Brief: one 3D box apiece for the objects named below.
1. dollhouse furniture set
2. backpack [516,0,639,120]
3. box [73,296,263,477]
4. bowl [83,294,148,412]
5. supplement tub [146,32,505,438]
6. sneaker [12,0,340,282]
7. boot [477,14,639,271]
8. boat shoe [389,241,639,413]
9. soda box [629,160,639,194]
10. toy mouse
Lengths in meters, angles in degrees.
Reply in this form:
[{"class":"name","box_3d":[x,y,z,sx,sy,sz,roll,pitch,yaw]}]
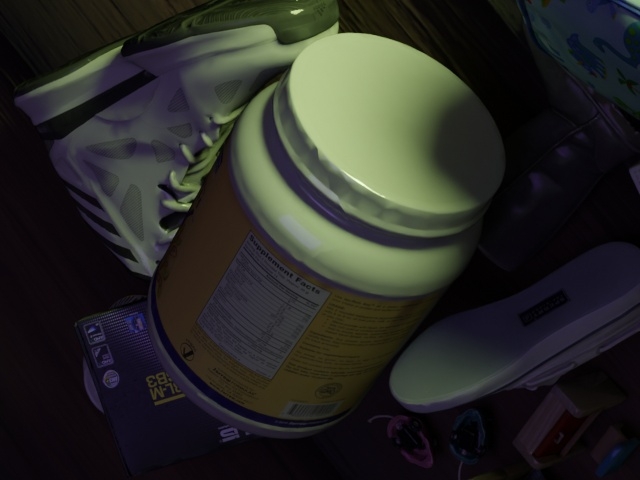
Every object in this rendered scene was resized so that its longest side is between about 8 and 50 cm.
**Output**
[{"class":"dollhouse furniture set","box_3d":[0.217,0.238,1.366,0.129,0.129,0.184,49,128,28]},{"class":"backpack","box_3d":[0.316,-0.166,1.062,0.273,0.290,0.355,-38,74,8]},{"class":"box","box_3d":[-0.150,0.145,1.616,0.190,0.045,0.184,-17,93,7]},{"class":"bowl","box_3d":[-0.218,0.154,1.698,0.170,0.080,0.170,12,112,31]},{"class":"supplement tub","box_3d":[0.000,0.000,1.346,0.241,0.241,0.331,46,134,14]},{"class":"sneaker","box_3d":[-0.111,-0.103,1.511,0.447,0.169,0.258,-13,106,46]},{"class":"boot","box_3d":[0.186,-0.097,1.341,0.208,0.076,0.190,-41,78,44]},{"class":"boat shoe","box_3d":[0.189,0.097,1.328,0.258,0.095,0.084,-25,132,13]},{"class":"soda box","box_3d":[0.347,0.015,1.254,0.074,0.069,0.216,-26,89,38]},{"class":"toy mouse","box_3d":[0.123,0.191,1.496,0.161,0.031,0.143,-24,90,39]}]
